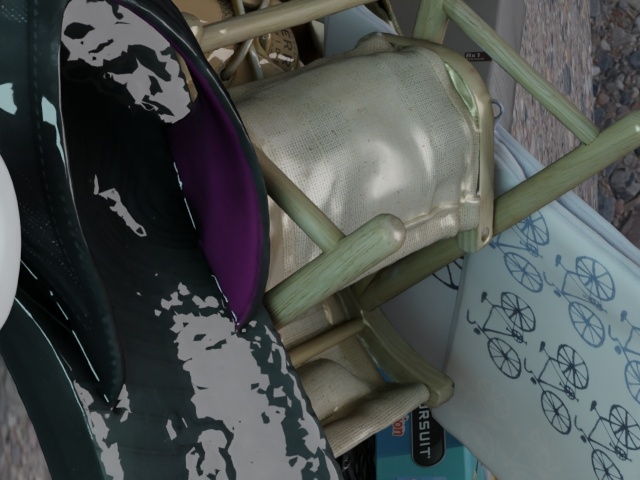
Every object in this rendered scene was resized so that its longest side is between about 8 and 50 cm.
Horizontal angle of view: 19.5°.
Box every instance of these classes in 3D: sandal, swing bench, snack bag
[{"bbox_3d":[-0.079,-0.012,0.786,0.167,0.107,0.445,-36,104,-42],"label":"sandal"},{"bbox_3d":[0.000,0.000,0.996,0.253,0.165,0.254,-24,154,-49],"label":"swing bench"},{"bbox_3d":[0.096,0.031,1.212,0.037,0.342,0.323,-33,153,-24],"label":"snack bag"}]

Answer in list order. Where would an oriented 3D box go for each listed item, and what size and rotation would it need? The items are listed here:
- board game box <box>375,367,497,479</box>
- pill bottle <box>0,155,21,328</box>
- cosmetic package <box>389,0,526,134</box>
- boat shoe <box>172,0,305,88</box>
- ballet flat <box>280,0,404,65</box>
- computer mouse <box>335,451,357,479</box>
[{"bbox_3d":[0.111,0.210,1.597,0.254,0.079,0.336,69,16,-46],"label":"board game box"},{"bbox_3d":[-0.178,0.002,0.623,0.078,0.137,0.078,-4,90,-73],"label":"pill bottle"},{"bbox_3d":[0.107,-0.158,1.648,0.107,0.127,0.238,69,22,-48],"label":"cosmetic package"},{"bbox_3d":[-0.066,-0.115,1.071,0.341,0.110,0.121,48,42,-65],"label":"boat shoe"},{"bbox_3d":[0.000,-0.158,1.277,0.348,0.123,0.123,66,26,-45],"label":"ballet flat"},{"bbox_3d":[0.007,0.236,1.344,0.262,0.060,0.184,-77,158,-45],"label":"computer mouse"}]
